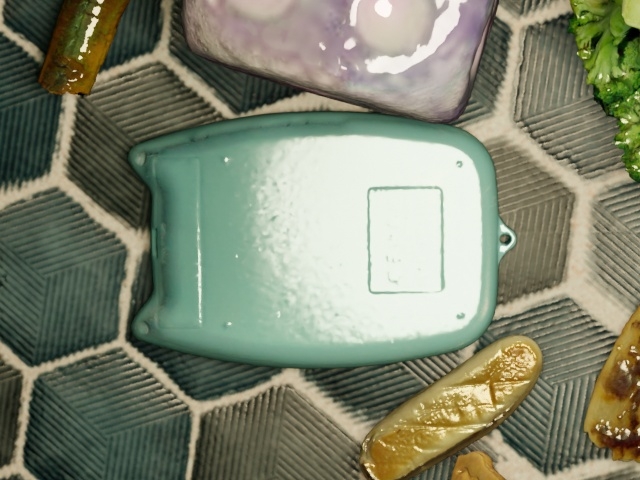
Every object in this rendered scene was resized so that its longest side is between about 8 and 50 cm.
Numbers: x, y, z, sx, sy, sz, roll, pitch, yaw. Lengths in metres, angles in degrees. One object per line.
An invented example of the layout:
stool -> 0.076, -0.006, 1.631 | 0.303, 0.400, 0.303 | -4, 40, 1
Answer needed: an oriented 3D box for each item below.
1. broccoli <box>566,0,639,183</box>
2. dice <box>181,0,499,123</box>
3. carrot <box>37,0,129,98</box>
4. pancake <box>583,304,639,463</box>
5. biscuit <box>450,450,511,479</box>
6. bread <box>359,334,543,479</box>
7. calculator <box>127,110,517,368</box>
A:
broccoli -> 0.342, -0.182, 1.506 | 0.269, 0.269, 0.254 | -29, 69, 6
dice -> 0.035, -0.265, 1.581 | 0.270, 0.270, 0.271 | 16, 93, 5
carrot -> -0.206, -0.262, 1.712 | 0.070, 0.070, 0.260 | 24, 95, 5
pancake -> 0.407, 0.126, 1.673 | 0.244, 0.057, 0.266 | 27, 99, -4
biscuit -> 0.136, 0.295, 1.674 | 0.184, 0.027, 0.133 | -59, 46, 24
bread -> 0.130, 0.168, 1.693 | 0.214, 0.053, 0.073 | -37, 84, 9
calculator -> 0.000, 0.000, 1.705 | 0.386, 0.054, 0.256 | -1, 91, 3
